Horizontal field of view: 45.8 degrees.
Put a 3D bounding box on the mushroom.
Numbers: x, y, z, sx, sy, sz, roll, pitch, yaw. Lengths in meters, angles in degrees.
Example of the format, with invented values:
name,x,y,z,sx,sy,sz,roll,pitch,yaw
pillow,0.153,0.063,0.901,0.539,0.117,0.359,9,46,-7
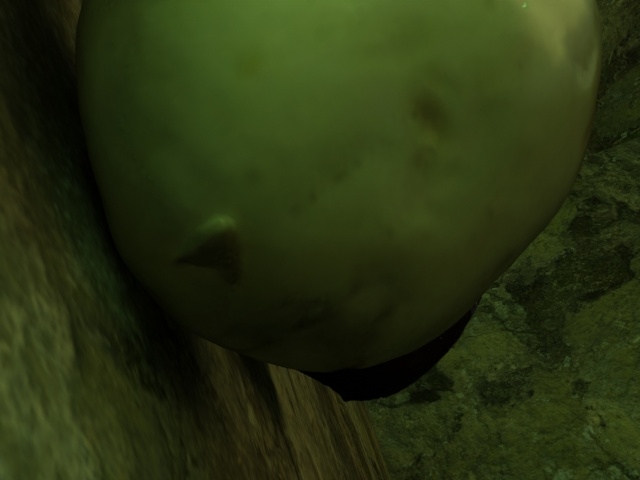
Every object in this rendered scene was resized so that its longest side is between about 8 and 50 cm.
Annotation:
name,x,y,z,sx,sy,sz,roll,pitch,yaw
mushroom,-0.015,-0.092,0.483,0.336,0.314,0.314,16,-48,59

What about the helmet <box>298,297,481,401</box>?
name,x,y,z,sx,sy,sz,roll,pitch,yaw
helmet,0.000,0.000,0.719,0.177,0.225,0.305,28,20,-40
